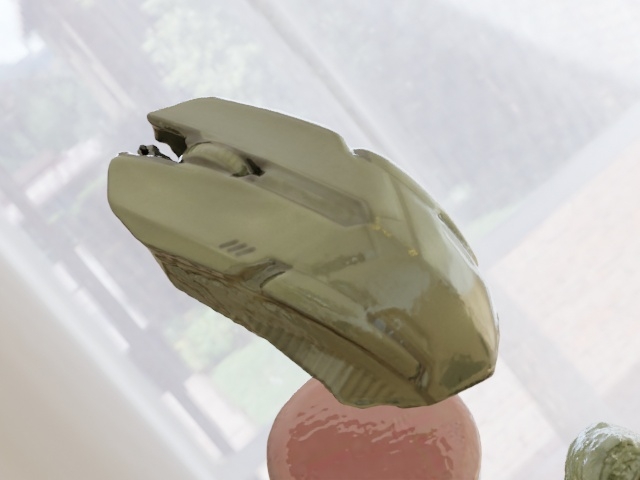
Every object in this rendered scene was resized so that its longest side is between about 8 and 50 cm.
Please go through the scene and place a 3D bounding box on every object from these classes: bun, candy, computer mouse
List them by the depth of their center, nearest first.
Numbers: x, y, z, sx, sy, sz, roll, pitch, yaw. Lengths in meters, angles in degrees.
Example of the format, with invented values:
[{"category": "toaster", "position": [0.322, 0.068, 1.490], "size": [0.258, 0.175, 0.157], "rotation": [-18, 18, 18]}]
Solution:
[{"category": "computer mouse", "position": [-0.001, -0.003, 1.354], "size": [0.228, 0.429, 0.145], "rotation": [-55, -5, -34]}, {"category": "bun", "position": [0.332, 0.267, 1.361], "size": [0.212, 0.203, 0.127], "rotation": [26, 95, 54]}, {"category": "candy", "position": [0.058, 0.244, 1.568], "size": [0.255, 0.255, 0.094], "rotation": [-44, -31, -28]}]
